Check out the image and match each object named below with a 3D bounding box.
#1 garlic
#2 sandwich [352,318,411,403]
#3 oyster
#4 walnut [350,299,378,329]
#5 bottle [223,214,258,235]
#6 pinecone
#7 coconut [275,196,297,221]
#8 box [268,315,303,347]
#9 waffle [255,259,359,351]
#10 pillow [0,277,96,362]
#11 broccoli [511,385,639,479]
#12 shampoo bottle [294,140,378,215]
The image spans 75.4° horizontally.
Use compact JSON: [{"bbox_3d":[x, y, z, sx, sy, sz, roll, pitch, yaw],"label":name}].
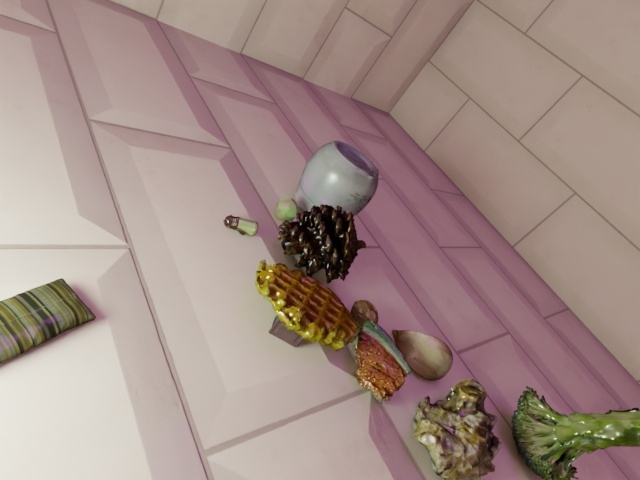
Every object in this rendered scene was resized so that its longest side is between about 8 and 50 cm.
[{"bbox_3d":[0.319,0.338,1.260,0.206,0.115,0.128,36,37,0],"label":"garlic"},{"bbox_3d":[0.140,0.326,1.108,0.160,0.109,0.185,-33,75,-37],"label":"sandwich"},{"bbox_3d":[0.365,0.502,1.090,0.351,0.115,0.238,8,42,-41],"label":"oyster"},{"bbox_3d":[0.130,0.224,1.246,0.096,0.082,0.079,56,3,17],"label":"walnut"},{"bbox_3d":[-0.241,-0.047,1.243,0.101,0.047,0.063,17,9,-25],"label":"bottle"},{"bbox_3d":[0.006,0.006,1.267,0.257,0.244,0.243,6,13,34],"label":"pinecone"},{"bbox_3d":[-0.116,-0.109,1.425,0.082,0.081,0.083,-44,99,-25],"label":"coconut"},{"bbox_3d":[-0.079,0.217,1.054,0.084,0.060,0.063,31,24,-11],"label":"box"},{"bbox_3d":[-0.029,0.165,1.081,0.324,0.068,0.302,21,18,-43],"label":"waffle"},{"bbox_3d":[-0.512,0.138,0.714,0.113,0.038,0.203,44,32,8],"label":"pillow"},{"bbox_3d":[0.747,0.578,1.184,0.221,0.361,0.252,23,71,-36],"label":"broccoli"},{"bbox_3d":[0.060,-0.208,1.550,0.272,0.266,0.273,27,30,-17],"label":"shampoo bottle"}]
